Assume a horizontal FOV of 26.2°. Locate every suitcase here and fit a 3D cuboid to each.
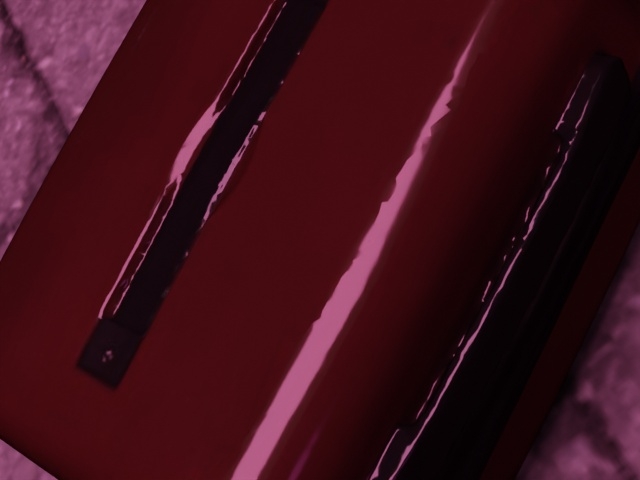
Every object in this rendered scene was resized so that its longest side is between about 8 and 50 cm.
[{"bbox_3d":[0.000,0.000,0.594,0.236,0.161,0.297,22,80,39],"label":"suitcase"}]
